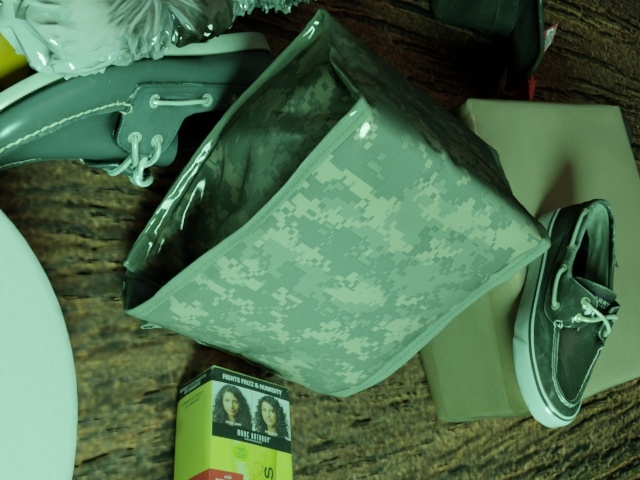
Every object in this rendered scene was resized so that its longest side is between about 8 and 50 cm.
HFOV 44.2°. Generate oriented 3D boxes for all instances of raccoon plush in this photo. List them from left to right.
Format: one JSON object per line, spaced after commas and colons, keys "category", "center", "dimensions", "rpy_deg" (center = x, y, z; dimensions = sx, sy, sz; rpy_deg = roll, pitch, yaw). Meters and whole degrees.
{"category": "raccoon plush", "center": [-0.098, -0.271, 0.672], "dimensions": [0.446, 0.299, 0.216], "rpy_deg": [-27, 102, -27]}

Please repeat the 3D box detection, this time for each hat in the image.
{"category": "hat", "center": [0.203, -0.355, 0.984], "dimensions": [0.134, 0.331, 0.331], "rpy_deg": [2, 72, 4]}

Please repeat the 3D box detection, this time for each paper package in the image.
{"category": "paper package", "center": [0.242, 0.019, 0.897], "dimensions": [0.310, 0.168, 0.324], "rpy_deg": [-6, 79, -40]}

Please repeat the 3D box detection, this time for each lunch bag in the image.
{"category": "lunch bag", "center": [0.000, 0.000, 0.669], "dimensions": [0.235, 0.287, 0.169], "rpy_deg": [29, 28, -34]}

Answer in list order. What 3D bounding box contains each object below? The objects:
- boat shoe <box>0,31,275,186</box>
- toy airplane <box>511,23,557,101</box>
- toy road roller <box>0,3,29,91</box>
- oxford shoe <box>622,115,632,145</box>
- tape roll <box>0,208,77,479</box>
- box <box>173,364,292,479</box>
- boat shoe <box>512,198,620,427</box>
{"category": "boat shoe", "center": [-0.143, -0.101, 0.662], "dimensions": [0.319, 0.116, 0.099], "rpy_deg": [-27, 93, -46]}
{"category": "toy airplane", "center": [0.277, -0.215, 1.045], "dimensions": [0.028, 0.151, 0.151], "rpy_deg": [18, 58, 13]}
{"category": "toy road roller", "center": [-0.305, -0.281, 0.559], "dimensions": [0.203, 0.240, 0.329], "rpy_deg": [8, 110, -37]}
{"category": "oxford shoe", "center": [0.410, -0.099, 1.122], "dimensions": [0.097, 0.098, 0.271], "rpy_deg": [50, 52, -17]}
{"category": "tape roll", "center": [-0.293, 0.126, 0.407], "dimensions": [0.392, 0.072, 0.392], "rpy_deg": [-3, 94, -61]}
{"category": "box", "center": [-0.069, 0.222, 0.623], "dimensions": [0.087, 0.058, 0.232], "rpy_deg": [25, 45, -32]}
{"category": "boat shoe", "center": [0.230, 0.060, 0.720], "dimensions": [0.078, 0.070, 0.219], "rpy_deg": [25, 62, -27]}
